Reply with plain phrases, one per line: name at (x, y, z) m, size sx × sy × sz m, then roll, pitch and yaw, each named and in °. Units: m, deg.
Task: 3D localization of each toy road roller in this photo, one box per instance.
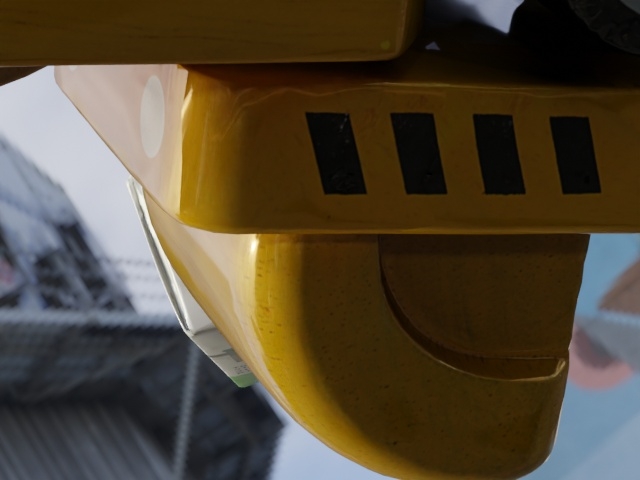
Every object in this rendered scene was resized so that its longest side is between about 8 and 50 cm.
toy road roller at (-0.023, -0.052, 0.594) m, size 0.329 × 0.202 × 0.240 m, roll 0°, pitch -71°, yaw -21°

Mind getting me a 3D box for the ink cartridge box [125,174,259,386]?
ink cartridge box at (0.000, 0.000, 1.042) m, size 0.160 × 0.092 × 0.219 m, roll -21°, pitch -11°, yaw 1°
